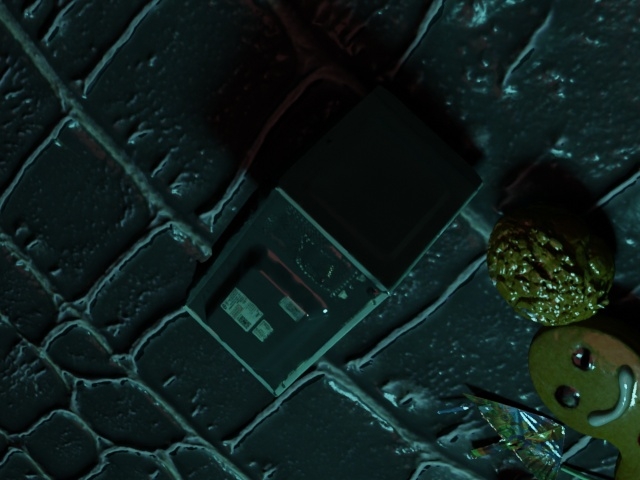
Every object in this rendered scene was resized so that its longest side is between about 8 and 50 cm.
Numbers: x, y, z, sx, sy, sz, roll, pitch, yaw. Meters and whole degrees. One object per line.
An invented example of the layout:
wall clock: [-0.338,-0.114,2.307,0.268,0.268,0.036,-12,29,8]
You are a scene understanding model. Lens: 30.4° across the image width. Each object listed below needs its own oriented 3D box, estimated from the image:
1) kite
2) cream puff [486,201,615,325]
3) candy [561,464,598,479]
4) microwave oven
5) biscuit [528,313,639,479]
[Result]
kite: [0.249,0.254,1.499,0.160,0.010,0.183,-29,106,43]
cream puff: [0.240,0.030,1.256,0.144,0.103,0.126,52,139,-7]
candy: [0.380,0.315,1.427,0.201,0.060,0.060,22,134,35]
microwave oven: [0.000,0.000,1.323,0.181,0.237,0.295,44,142,1]
biscuit: [0.416,0.221,1.268,0.432,0.064,0.283,29,129,11]
